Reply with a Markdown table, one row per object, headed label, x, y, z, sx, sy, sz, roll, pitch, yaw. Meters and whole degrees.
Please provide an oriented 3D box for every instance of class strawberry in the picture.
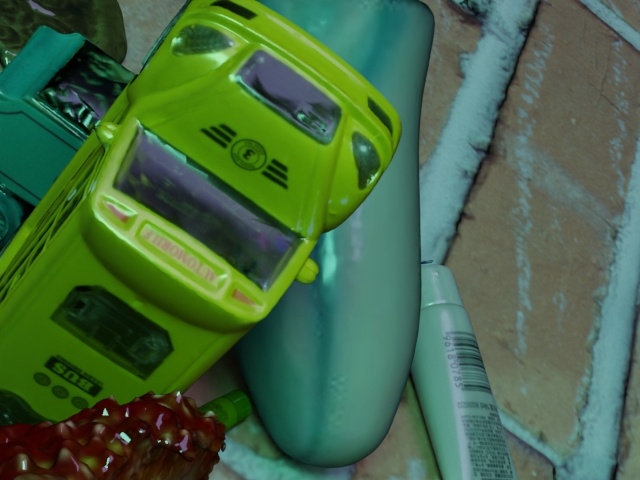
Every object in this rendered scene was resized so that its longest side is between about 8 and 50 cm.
| label | x | y | z | sx | sy | sz | roll | pitch | yaw |
| --- | --- | --- | --- | --- | --- | --- | --- | --- | --- |
| strawberry | -0.168 | 0.178 | 0.717 | 0.138 | 0.233 | 0.306 | 26 | 22 | 10 |

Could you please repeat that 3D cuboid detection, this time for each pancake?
| label | x | y | z | sx | sy | sz | roll | pitch | yaw |
| --- | --- | --- | --- | --- | --- | --- | --- | --- | --- |
| pancake | -0.257 | -0.211 | 1.141 | 0.235 | 0.029 | 0.211 | 25 | 40 | -27 |

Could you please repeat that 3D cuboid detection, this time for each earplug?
| label | x | y | z | sx | sy | sz | roll | pitch | yaw |
| --- | --- | --- | --- | --- | --- | --- | --- | --- | --- |
| earplug | 0.000 | 0.000 | 1.025 | 0.185 | 0.185 | 0.323 | 5 | 78 | -41 |

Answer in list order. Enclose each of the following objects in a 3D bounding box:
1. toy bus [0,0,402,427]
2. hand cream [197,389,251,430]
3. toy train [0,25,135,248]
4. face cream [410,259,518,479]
| label | x | y | z | sx | sy | sz | roll | pitch | yaw |
| --- | --- | --- | --- | --- | --- | --- | --- | --- | --- |
| toy bus | -0.102 | 0.015 | 0.817 | 0.144 | 0.330 | 0.152 | 36 | 40 | -11 |
| hand cream | -0.092 | 0.132 | 0.967 | 0.036 | 0.023 | 0.122 | 35 | 33 | 23 |
| toy train | -0.164 | -0.045 | 0.964 | 0.198 | 0.154 | 0.107 | 38 | 40 | -10 |
| face cream | 0.112 | 0.133 | 1.138 | 0.092 | 0.058 | 0.243 | 14 | 52 | -43 |
